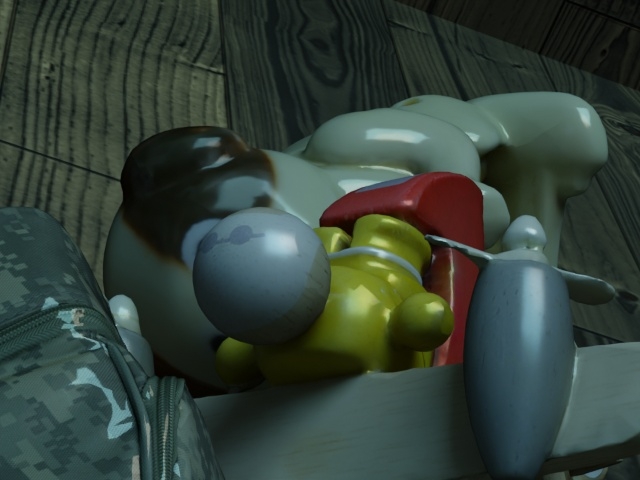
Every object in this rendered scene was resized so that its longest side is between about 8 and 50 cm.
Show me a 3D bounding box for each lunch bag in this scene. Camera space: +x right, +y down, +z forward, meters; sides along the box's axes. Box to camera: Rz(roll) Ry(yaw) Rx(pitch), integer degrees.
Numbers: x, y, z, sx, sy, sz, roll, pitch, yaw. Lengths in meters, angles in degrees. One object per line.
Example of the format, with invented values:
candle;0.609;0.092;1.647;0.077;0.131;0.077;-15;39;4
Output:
lunch bag;-0.140;0.177;0.996;0.213;0.305;0.256;-26;50;-11

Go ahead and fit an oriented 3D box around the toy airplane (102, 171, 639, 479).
toy airplane;-0.006;0.108;1.255;0.272;0.386;0.384;59;-5;-29

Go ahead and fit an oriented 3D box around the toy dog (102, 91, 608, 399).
toy dog;0.000;0.000;1.625;0.395;0.284;0.408;22;19;31

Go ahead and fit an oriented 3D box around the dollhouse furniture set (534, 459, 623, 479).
dollhouse furniture set;0.303;0.217;1.328;0.174;0.355;0.303;0;72;-43
